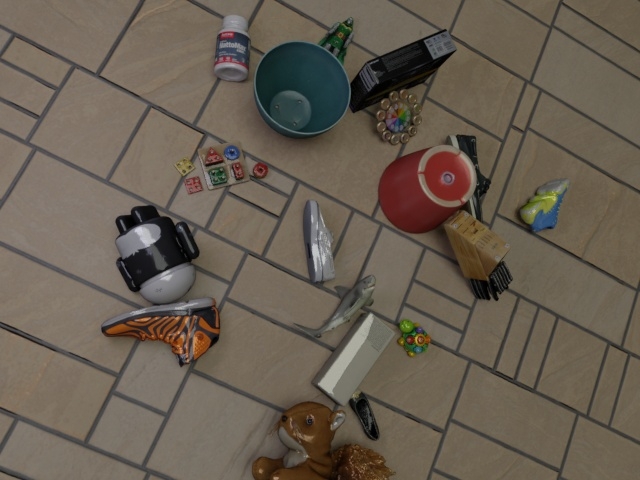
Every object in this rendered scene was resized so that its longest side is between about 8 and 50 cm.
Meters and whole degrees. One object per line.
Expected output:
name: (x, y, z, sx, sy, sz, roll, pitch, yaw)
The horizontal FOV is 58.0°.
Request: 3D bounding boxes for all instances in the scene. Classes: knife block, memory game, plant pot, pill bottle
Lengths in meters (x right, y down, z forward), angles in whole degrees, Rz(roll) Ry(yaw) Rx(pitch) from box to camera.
knife block: (0.500, 0.065, 1.872, 0.275, 0.242, 0.088, 40, 60, 16)
memory game: (0.262, -0.408, 1.914, 0.186, 0.012, 0.186, -10, 114, -24)
plant pot: (0.349, -0.173, 1.828, 0.274, 0.243, 0.275, 2, 81, -15)
pill bottle: (-0.273, -0.602, 1.805, 0.108, 0.108, 0.180, 5, 79, -14)
plant pot: (-0.074, -0.434, 1.782, 0.290, 0.195, 0.290, 3, 80, -15)

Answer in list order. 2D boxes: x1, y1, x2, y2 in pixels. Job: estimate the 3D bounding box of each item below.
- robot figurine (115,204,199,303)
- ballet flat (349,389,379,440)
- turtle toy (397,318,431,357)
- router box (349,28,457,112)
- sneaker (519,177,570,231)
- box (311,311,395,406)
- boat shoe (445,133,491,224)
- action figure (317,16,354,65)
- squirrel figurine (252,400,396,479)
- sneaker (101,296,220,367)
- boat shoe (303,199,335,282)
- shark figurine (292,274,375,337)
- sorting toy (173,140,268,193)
robot figurine: (-0.461, 0.041, 1.617, 0.173, 0.209, 0.278, -26, 87, -34)
ballet flat: (0.138, 0.525, 1.753, 0.057, 0.049, 0.173, -27, 92, -18)
turtle toy: (0.295, 0.304, 1.825, 0.095, 0.066, 0.130, -42, 93, -17)
router box: (0.250, -0.542, 1.863, 0.308, 0.243, 0.081, -27, 88, -18)
sneaker: (0.801, -0.117, 2.032, 0.240, 0.091, 0.126, -35, 109, -18)
box: (0.100, 0.357, 1.751, 0.113, 0.094, 0.275, 42, 74, -5)
boat shoe: (0.513, -0.200, 1.937, 0.113, 0.127, 0.340, -11, 74, -4)
action figure: (0.051, -0.657, 1.927, 0.137, 0.063, 0.232, 31, 71, -5)
squirrel figurine: (0.000, 0.655, 1.622, 0.397, 0.281, 0.370, 20, 65, -25)
sneaker: (-0.434, 0.271, 1.608, 0.321, 0.124, 0.180, -9, 82, -16)
boat shoe: (0.000, 0.000, 1.793, 0.084, 0.095, 0.258, -5, 93, -20)
shark figurine: (0.057, 0.198, 1.782, 0.278, 0.166, 0.116, -41, 67, 0)
sorting toy: (-0.303, -0.233, 1.767, 0.274, 0.046, 0.132, -15, 85, -16)
